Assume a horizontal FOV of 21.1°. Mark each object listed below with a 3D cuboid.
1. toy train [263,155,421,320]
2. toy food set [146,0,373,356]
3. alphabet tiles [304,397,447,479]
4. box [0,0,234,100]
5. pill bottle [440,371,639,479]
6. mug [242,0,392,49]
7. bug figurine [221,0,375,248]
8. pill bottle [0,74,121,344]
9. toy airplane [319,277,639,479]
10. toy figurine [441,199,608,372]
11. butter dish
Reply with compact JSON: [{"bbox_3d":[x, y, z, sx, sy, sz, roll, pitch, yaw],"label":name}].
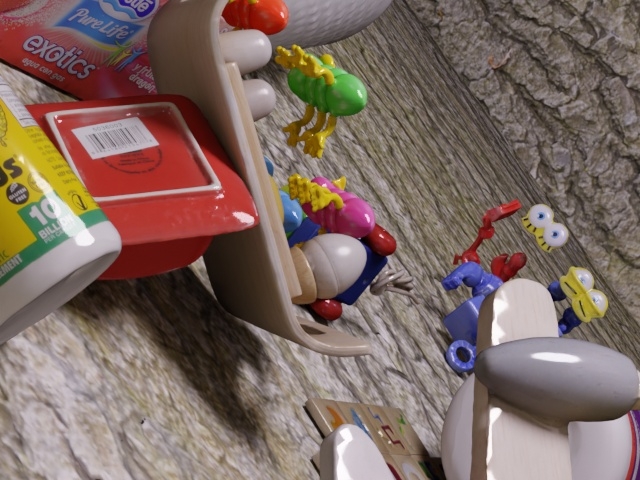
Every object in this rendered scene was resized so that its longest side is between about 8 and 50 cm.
[{"bbox_3d":[0.000,0.000,1.725,0.143,0.105,0.248,44,9,29],"label":"toy train"},{"bbox_3d":[-0.045,-0.062,1.374,0.220,0.092,0.306,-165,-121,-71],"label":"toy food set"},{"bbox_3d":[0.103,0.265,1.546,0.285,0.011,0.342,58,15,19],"label":"alphabet tiles"},{"bbox_3d":[-0.225,-0.238,1.480,0.154,0.142,0.300,58,15,26],"label":"box"},{"bbox_3d":[0.247,0.223,1.724,0.181,0.181,0.323,58,10,25],"label":"pill bottle"},{"bbox_3d":[-0.034,-0.392,2.008,0.276,0.374,0.328,49,20,7],"label":"mug"},{"bbox_3d":[-0.027,-0.095,1.471,0.216,0.072,0.279,35,-43,48],"label":"bug figurine"},{"bbox_3d":[-0.226,-0.046,1.050,0.208,0.117,0.117,53,14,4],"label":"pill bottle"},{"bbox_3d":[0.175,0.248,1.263,0.384,0.272,0.386,-35,101,-57],"label":"toy airplane"},{"bbox_3d":[0.229,0.147,2.094,0.217,0.191,0.362,-19,77,-44],"label":"toy figurine"},{"bbox_3d":[-0.148,-0.022,1.269,0.160,0.118,0.160,-8,46,-26],"label":"butter dish"}]
